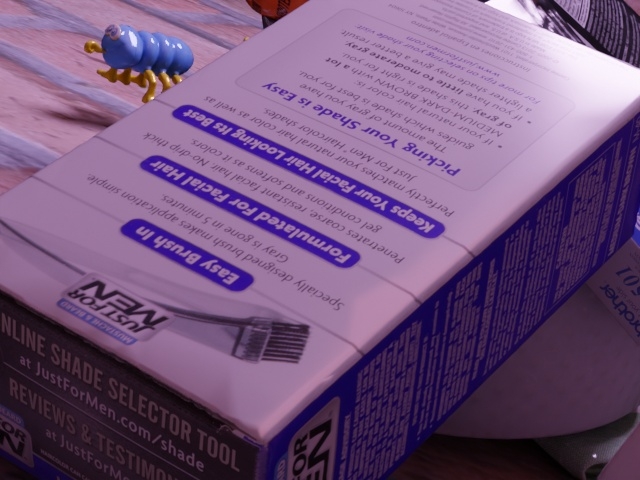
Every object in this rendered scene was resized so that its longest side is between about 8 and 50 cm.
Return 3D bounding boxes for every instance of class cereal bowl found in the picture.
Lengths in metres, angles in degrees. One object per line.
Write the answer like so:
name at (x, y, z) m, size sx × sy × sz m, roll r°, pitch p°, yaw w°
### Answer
cereal bowl at (0.061, -0.020, 1.091) m, size 0.339 × 0.141 × 0.339 m, roll 12°, pitch 21°, yaw -5°

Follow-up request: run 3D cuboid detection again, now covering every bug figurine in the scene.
bug figurine at (-0.047, -0.111, 1.412) m, size 0.216 × 0.072 × 0.279 m, roll 5°, pitch 20°, yaw -47°

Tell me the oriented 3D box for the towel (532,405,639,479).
towel at (0.147, 0.076, 1.183) m, size 0.247 × 0.038 × 0.325 m, roll 6°, pitch 21°, yaw -41°

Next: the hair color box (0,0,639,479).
hair color box at (0.000, 0.000, 0.830) m, size 0.185 × 0.110 × 0.339 m, roll 27°, pitch 42°, yaw 26°

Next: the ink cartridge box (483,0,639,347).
ink cartridge box at (0.149, -0.047, 0.993) m, size 0.207 × 0.046 × 0.097 m, roll 51°, pitch 41°, yaw 8°

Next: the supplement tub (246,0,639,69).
supplement tub at (0.101, -0.154, 1.308) m, size 0.338 × 0.207 × 0.207 m, roll 36°, pitch 3°, yaw -33°

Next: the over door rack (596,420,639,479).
over door rack at (0.301, 0.127, 0.958) m, size 0.239 × 0.108 × 0.324 m, roll 35°, pitch 17°, yaw 11°
